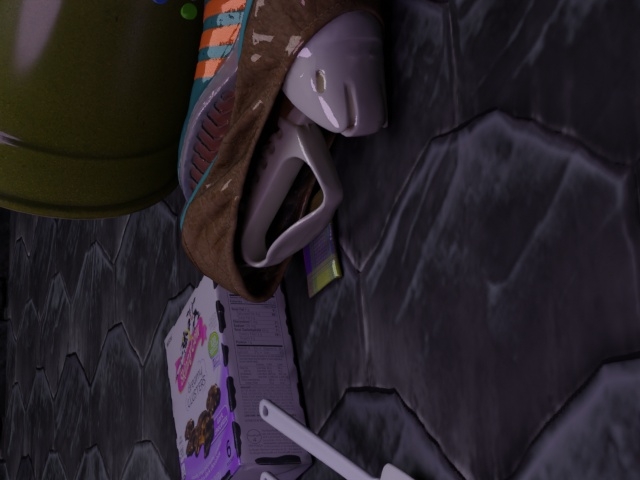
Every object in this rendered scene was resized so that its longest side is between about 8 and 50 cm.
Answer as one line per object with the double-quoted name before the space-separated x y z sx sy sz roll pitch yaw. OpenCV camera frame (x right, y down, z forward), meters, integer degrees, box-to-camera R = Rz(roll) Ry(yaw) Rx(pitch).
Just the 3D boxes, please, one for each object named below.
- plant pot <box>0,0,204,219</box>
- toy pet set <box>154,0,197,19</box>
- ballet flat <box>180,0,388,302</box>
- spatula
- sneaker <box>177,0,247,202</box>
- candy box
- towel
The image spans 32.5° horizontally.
"plant pot" -0.261 -0.274 1.146 0.353 0.366 0.366 -64 32 33
"toy pet set" -0.100 -0.249 1.049 0.065 0.122 0.114 6 73 60
"ballet flat" -0.017 -0.085 0.848 0.124 0.116 0.342 49 128 32
"spatula" 0.011 0.223 0.792 0.242 0.019 0.168 23 112 51
"sneaker" -0.054 -0.170 0.951 0.302 0.108 0.121 -66 29 23
"candy box" -0.081 0.142 1.006 0.165 0.070 0.196 125 141 -50
"towel" 0.000 0.000 0.913 0.060 0.009 0.083 137 131 -57
